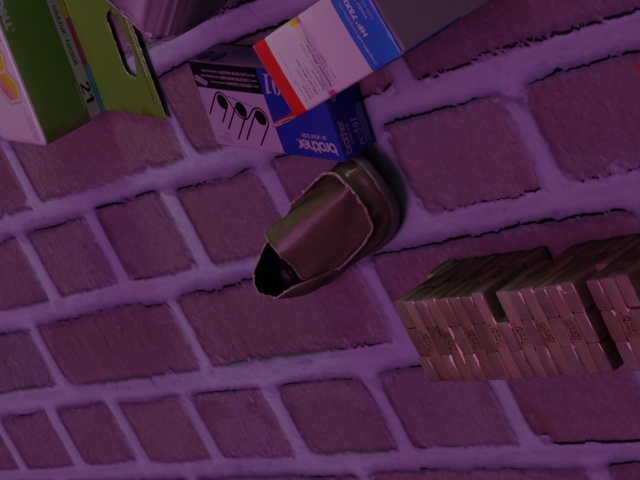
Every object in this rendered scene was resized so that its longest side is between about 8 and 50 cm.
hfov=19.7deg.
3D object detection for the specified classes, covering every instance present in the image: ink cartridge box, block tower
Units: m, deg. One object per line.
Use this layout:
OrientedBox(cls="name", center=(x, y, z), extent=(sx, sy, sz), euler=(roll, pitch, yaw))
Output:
OrientedBox(cls="ink cartridge box", center=(-0.306, -0.208, 2.070), extent=(0.255, 0.097, 0.189), euler=(11, 127, 50))
OrientedBox(cls="block tower", center=(0.200, 0.062, 1.629), extent=(0.335, 0.097, 0.091), euler=(-10, 109, 57))
OrientedBox(cls="ink cartridge box", center=(-0.041, -0.138, 1.821), extent=(0.207, 0.046, 0.097), euler=(11, 127, 49))
OrientedBox(cls="ink cartridge box", center=(0.037, -0.185, 1.590), extent=(0.078, 0.134, 0.231), euler=(58, 148, -5))

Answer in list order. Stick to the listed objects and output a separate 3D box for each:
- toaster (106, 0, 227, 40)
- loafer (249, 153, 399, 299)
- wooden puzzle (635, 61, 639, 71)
OrientedBox(cls="toaster", center=(-0.155, -0.295, 1.762), extent=(0.227, 0.129, 0.146), euler=(46, 151, 13))
OrientedBox(cls="loafer", center=(0.000, 0.000, 1.848), extent=(0.094, 0.087, 0.251), euler=(51, 148, 10))
OrientedBox(cls="wooden puzzle", center=(0.275, -0.129, 1.438), extent=(0.083, 0.006, 0.049), euler=(53, 148, 6))
